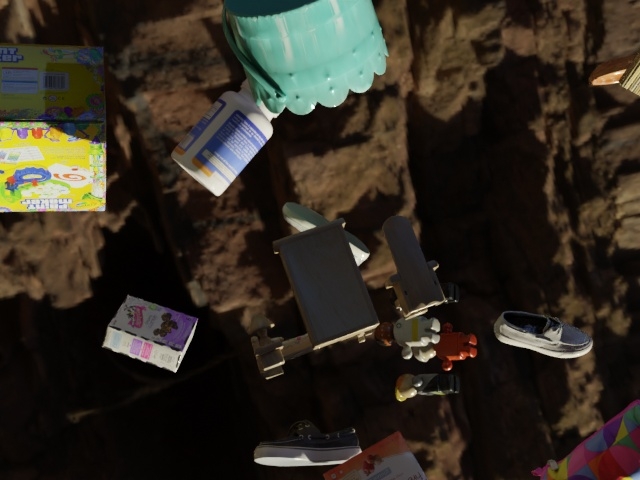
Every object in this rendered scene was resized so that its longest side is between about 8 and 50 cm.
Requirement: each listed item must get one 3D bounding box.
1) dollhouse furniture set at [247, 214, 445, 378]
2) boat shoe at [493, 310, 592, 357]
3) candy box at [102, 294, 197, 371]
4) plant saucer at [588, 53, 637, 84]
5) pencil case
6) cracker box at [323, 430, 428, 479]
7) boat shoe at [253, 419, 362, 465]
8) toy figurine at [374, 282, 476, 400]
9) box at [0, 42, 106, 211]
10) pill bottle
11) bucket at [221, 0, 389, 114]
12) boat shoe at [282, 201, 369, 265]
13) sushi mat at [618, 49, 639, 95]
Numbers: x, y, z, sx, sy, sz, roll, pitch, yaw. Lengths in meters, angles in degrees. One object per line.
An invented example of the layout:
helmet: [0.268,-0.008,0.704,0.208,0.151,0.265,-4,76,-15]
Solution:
dollhouse furniture set: [0.015,0.095,1.400,0.355,0.303,0.174,106,-35,-77]
boat shoe: [0.422,0.168,1.553,0.063,0.184,0.066,94,14,-52]
candy box: [-0.430,0.233,2.103,0.165,0.196,0.070,-77,-173,-64]
plant saucer: [0.764,-0.426,2.045,0.200,0.199,0.037,165,-83,-84]
pencil case: [0.411,0.315,1.176,0.236,0.104,0.104,-50,-137,35]
cracker box: [0.127,0.470,1.422,0.232,0.155,0.067,58,-9,21]
boat shoe: [-0.021,0.359,1.477,0.080,0.228,0.076,-33,-123,49]
toy figurine: [0.210,0.204,1.705,0.209,0.148,0.213,-53,127,-48]
box: [-0.538,-0.196,1.493,0.279,0.289,0.177,114,-29,-55]
pill bottle: [-0.209,-0.252,1.945,0.152,0.272,0.152,41,-4,4]
bucket: [-0.028,-0.369,1.438,0.281,0.281,0.183,-112,-179,-52]
boat shoe: [0.000,0.000,1.813,0.227,0.081,0.079,31,20,-22]
sushi mat: [0.769,-0.397,1.778,0.151,0.019,0.317,37,-27,12]
